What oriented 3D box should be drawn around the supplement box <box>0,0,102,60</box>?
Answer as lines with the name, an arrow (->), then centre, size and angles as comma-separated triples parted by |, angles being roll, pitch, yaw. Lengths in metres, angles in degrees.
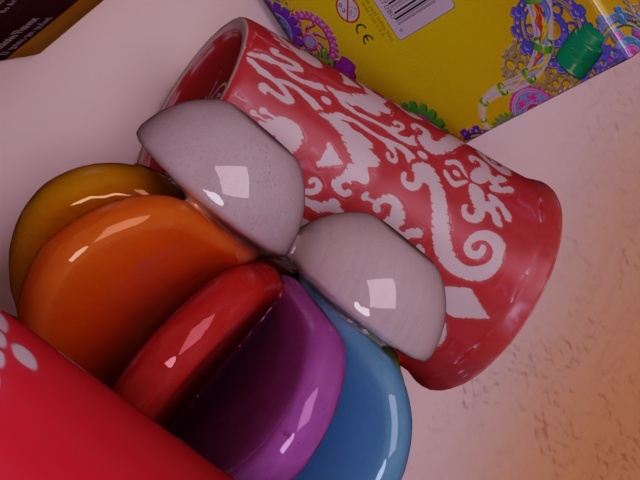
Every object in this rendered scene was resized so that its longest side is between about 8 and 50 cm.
supplement box -> -0.191, -0.167, 0.599 | 0.194, 0.129, 0.191 | -16, 84, -40

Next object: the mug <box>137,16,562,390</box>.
mug -> 0.006, -0.005, 0.705 | 0.169, 0.113, 0.150 | 32, 54, -21

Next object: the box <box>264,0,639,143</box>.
box -> 0.084, -0.236, 0.810 | 0.279, 0.177, 0.290 | -40, 99, -41

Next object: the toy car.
toy car -> -0.037, 0.047, 0.599 | 0.182, 0.136, 0.159 | 38, 94, -19

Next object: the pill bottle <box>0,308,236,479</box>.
pill bottle -> -0.134, 0.133, 0.463 | 0.407, 0.229, 0.229 | 39, 53, -20
